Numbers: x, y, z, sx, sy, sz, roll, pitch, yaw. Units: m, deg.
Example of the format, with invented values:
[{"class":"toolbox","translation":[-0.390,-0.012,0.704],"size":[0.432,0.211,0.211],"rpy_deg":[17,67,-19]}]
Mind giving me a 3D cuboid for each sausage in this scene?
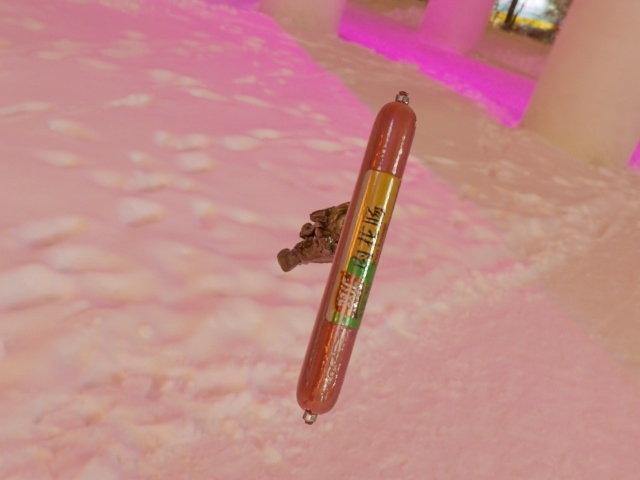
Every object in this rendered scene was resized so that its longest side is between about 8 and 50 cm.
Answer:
[{"class":"sausage","translation":[0.024,0.009,0.402],"size":[0.029,0.223,0.029],"rpy_deg":[16,-5,2]}]

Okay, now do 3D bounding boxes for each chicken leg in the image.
[{"class":"chicken leg","translation":[0.000,0.000,0.799],"size":[0.093,0.178,0.070],"rpy_deg":[29,57,-28]}]
